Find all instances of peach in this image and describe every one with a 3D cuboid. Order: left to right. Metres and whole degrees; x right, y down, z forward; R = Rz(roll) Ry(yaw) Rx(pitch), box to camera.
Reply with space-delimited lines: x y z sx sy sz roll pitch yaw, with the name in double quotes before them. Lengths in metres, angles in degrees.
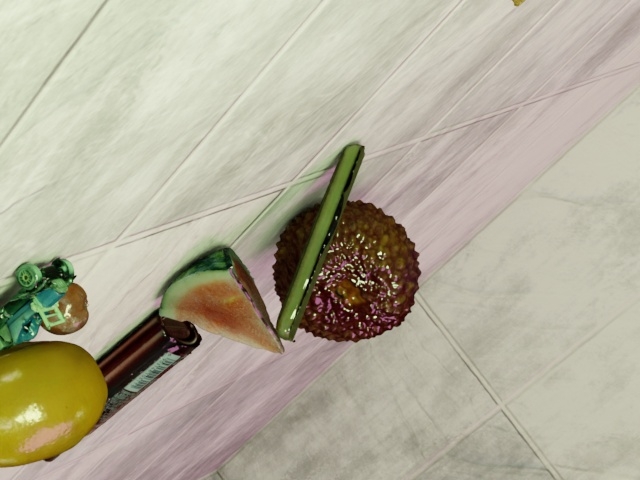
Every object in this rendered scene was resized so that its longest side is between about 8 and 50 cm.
"peach" -0.390 0.207 1.816 0.251 0.153 0.251 -22 -176 2

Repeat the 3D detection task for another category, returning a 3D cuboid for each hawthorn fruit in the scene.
"hawthorn fruit" -0.346 0.090 1.871 0.103 0.067 0.067 -8 163 -9

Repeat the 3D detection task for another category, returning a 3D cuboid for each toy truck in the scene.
"toy truck" -0.353 0.091 1.767 0.154 0.078 0.080 -42 167 24

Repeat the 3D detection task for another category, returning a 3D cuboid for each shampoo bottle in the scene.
"shampoo bottle" -0.344 0.237 2.385 0.323 0.084 0.129 -39 165 15

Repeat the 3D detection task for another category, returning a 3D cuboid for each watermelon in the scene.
"watermelon" -0.124 0.073 2.239 0.136 0.202 0.207 -70 -169 -23

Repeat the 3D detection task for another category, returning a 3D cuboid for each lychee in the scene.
"lychee" 0.046 0.041 2.442 0.271 0.271 0.271 -36 169 -8

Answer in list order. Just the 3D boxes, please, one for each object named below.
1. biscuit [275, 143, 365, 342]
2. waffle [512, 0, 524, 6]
"biscuit" 0.000 0.000 2.241 0.099 0.038 0.323 64 46 -82
"waffle" 0.287 -0.370 2.032 0.097 0.023 0.152 -42 167 17
